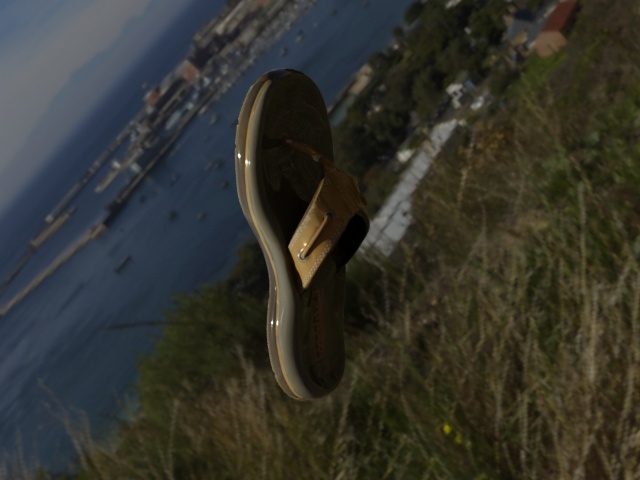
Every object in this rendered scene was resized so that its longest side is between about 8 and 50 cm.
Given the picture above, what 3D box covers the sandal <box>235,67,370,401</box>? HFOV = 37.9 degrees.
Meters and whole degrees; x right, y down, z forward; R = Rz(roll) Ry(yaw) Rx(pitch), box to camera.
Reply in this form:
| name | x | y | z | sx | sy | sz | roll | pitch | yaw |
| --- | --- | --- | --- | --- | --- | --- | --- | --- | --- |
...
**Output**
| name | x | y | z | sx | sy | sz | roll | pitch | yaw |
| --- | --- | --- | --- | --- | --- | --- | --- | --- | --- |
| sandal | 0.000 | 0.000 | 0.484 | 0.049 | 0.180 | 0.072 | 3 | 17 | 34 |
